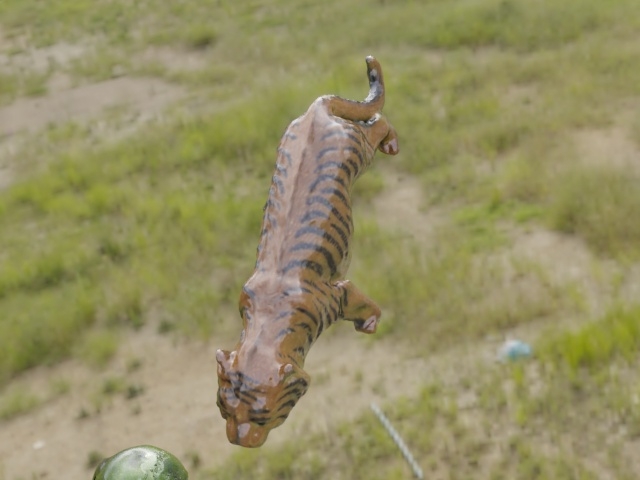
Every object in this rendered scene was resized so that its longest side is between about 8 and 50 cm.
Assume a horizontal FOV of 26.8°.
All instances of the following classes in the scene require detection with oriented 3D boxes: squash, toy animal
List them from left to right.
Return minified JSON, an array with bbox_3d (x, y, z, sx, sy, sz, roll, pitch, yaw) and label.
[{"bbox_3d":[-0.157,0.232,1.103,0.087,0.331,0.087,6,65,-12],"label":"squash"},{"bbox_3d":[0.000,0.000,0.716,0.057,0.099,0.241,8,71,20],"label":"toy animal"}]
